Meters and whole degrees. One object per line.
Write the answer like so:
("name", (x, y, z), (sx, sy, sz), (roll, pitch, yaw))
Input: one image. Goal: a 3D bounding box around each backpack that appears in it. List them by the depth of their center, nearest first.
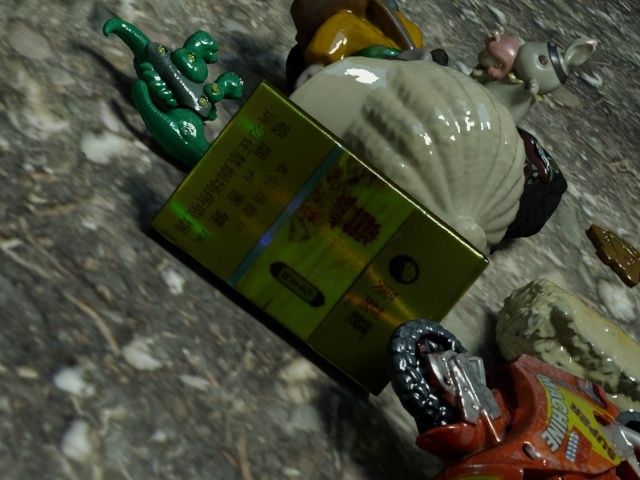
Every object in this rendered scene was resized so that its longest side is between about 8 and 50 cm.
("backpack", (0.157, -0.058, 1.223), (0.120, 0.106, 0.165), (46, 29, 16))

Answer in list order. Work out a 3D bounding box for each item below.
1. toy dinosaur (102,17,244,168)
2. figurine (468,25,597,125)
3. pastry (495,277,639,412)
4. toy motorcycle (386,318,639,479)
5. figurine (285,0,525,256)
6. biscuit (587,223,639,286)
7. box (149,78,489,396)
("toy dinosaur", (-0.111, -0.113, 1.001), (0.132, 0.059, 0.096), (49, 31, -5))
("figurine", (0.210, -0.179, 1.433), (0.098, 0.146, 0.081), (31, 29, -19))
("pastry", (0.250, 0.124, 1.098), (0.258, 0.089, 0.121), (38, 23, -12))
("toy motorcycle", (0.154, 0.158, 0.907), (0.298, 0.089, 0.171), (25, 39, -33))
("figurine", (0.057, -0.095, 1.062), (0.204, 0.185, 0.332), (9, 33, 2))
("biscuit", (0.322, 0.017, 1.440), (0.092, 0.016, 0.082), (6, 43, -48))
("box", (0.000, 0.000, 0.903), (0.193, 0.121, 0.030), (38, 9, -8))
